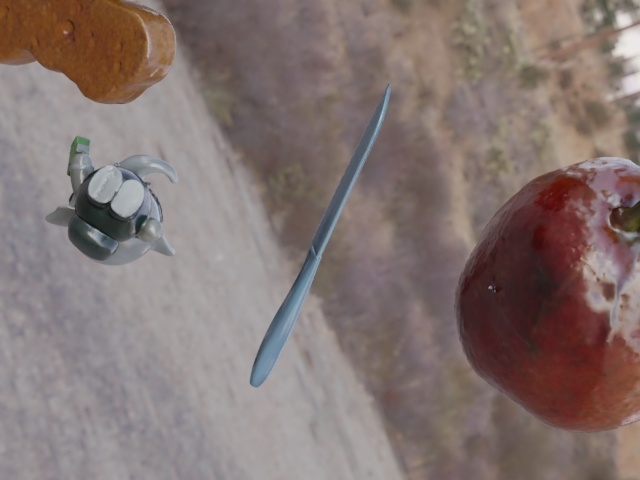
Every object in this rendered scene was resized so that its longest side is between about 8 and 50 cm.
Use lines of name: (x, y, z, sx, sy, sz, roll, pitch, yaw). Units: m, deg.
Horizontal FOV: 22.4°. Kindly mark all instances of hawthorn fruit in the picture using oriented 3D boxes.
hawthorn fruit: (0.223, 0.029, 1.296, 0.261, 0.224, 0.224, 86, -12, -59)

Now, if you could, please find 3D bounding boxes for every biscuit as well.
biscuit: (-0.220, -0.230, 1.262, 0.047, 0.334, 0.202, -9, 114, -49)

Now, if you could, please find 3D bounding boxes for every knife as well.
knife: (0.000, 0.000, 1.444, 0.044, 0.019, 0.313, -102, -146, -63)

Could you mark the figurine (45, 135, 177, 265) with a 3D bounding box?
figurine: (-0.214, -0.030, 1.690, 0.192, 0.147, 0.126, 120, -7, -72)
